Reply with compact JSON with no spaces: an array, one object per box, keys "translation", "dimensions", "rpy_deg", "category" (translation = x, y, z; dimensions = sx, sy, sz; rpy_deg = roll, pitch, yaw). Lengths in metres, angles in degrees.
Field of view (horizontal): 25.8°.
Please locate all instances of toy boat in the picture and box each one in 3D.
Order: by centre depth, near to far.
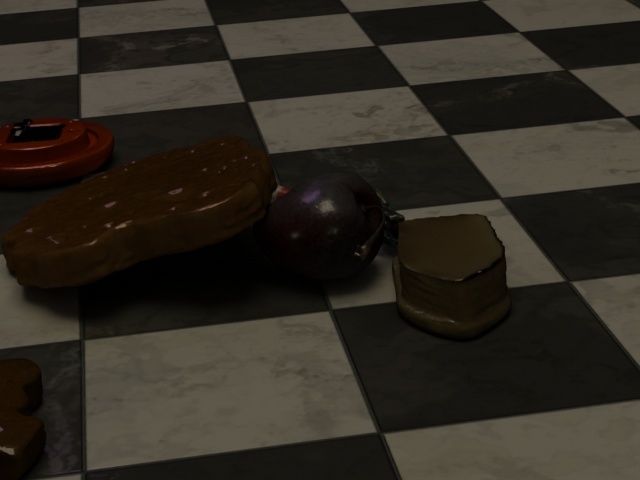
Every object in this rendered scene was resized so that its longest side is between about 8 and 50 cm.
[{"translation":[0.132,0.033,1.405],"dimensions":[0.116,0.061,0.188],"rpy_deg":[-4,23,-2],"category":"toy boat"}]

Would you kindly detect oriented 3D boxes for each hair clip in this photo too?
[{"translation":[0.070,-0.023,1.569],"dimensions":[0.049,0.049,0.173],"rpy_deg":[-6,15,-6],"category":"hair clip"}]

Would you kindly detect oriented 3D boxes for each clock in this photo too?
[{"translation":[-0.379,-0.123,1.866],"dimensions":[0.205,0.051,0.205],"rpy_deg":[-3,24,1],"category":"clock"}]

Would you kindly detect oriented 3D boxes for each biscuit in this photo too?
[{"translation":[-0.383,0.165,1.182],"dimensions":[0.301,0.043,0.278],"rpy_deg":[1,23,9],"category":"biscuit"},{"translation":[-0.196,-0.029,1.537],"dimensions":[0.312,0.057,0.351],"rpy_deg":[-24,18,-14],"category":"biscuit"}]

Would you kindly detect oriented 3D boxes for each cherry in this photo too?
[{"translation":[-0.007,-0.002,1.447],"dimensions":[0.148,0.115,0.188],"rpy_deg":[15,31,10],"category":"cherry"}]

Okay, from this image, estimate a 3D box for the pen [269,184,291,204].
[{"translation":[-0.123,-0.074,1.740],"dimensions":[0.239,0.028,0.028],"rpy_deg":[16,29,37],"category":"pen"}]
